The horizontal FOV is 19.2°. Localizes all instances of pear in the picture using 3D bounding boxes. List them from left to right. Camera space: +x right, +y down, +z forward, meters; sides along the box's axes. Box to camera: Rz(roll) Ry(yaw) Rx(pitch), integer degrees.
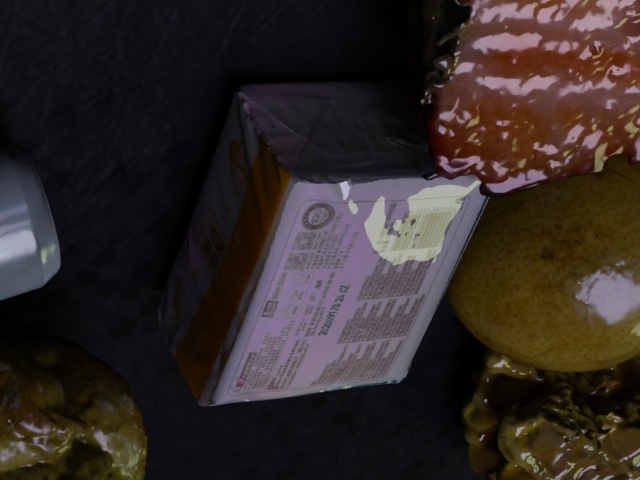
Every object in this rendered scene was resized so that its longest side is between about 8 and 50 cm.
[{"bbox_3d":[0.187,0.005,1.471,0.209,0.209,0.209,-17,140,-15],"label":"pear"}]

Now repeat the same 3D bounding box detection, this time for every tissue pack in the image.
[{"bbox_3d":[0.000,0.000,1.411,0.185,0.124,0.225,-3,134,-29],"label":"tissue pack"}]

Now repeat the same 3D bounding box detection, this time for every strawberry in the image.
[{"bbox_3d":[0.186,-0.180,1.301,0.280,0.150,0.253,-12,132,-3],"label":"strawberry"}]

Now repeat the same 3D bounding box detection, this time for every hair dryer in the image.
[{"bbox_3d":[-0.272,-0.092,1.176,0.173,0.107,0.357,-19,134,-18],"label":"hair dryer"}]

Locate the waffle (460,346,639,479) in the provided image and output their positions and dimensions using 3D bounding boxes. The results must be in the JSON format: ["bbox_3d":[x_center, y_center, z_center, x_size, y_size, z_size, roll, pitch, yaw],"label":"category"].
[{"bbox_3d":[0.287,0.139,1.726,0.324,0.151,0.261,-22,146,-5],"label":"waffle"}]

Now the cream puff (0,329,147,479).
[{"bbox_3d":[-0.248,0.158,1.368,0.244,0.244,0.196,4,99,-35],"label":"cream puff"}]
